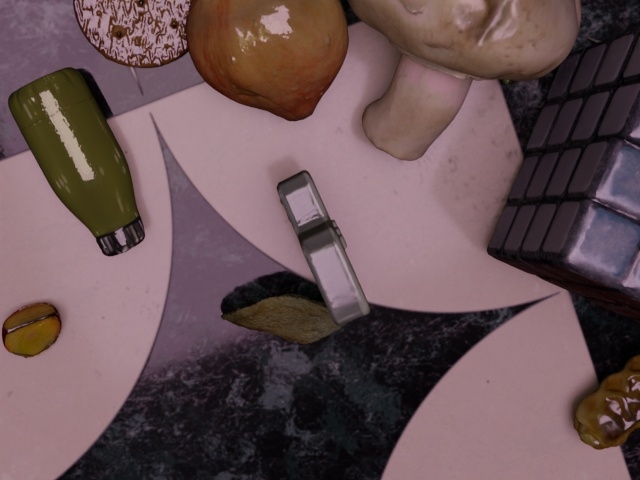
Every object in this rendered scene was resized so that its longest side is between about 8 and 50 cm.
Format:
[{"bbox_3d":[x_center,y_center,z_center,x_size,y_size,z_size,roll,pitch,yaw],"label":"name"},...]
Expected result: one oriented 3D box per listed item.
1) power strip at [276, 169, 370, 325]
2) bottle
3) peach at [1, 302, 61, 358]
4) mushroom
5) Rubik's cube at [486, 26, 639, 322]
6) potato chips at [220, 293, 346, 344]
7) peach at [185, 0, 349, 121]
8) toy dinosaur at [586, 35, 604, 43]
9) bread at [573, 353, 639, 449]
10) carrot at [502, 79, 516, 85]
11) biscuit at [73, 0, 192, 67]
[{"bbox_3d":[0.001,0.000,1.283,0.059,0.265,0.194,-24,99,1],"label":"power strip"},{"bbox_3d":[-0.328,-0.104,1.307,0.112,0.112,0.260,-26,102,-1],"label":"bottle"},{"bbox_3d":[-0.421,0.125,1.366,0.077,0.050,0.083,27,106,-33],"label":"peach"},{"bbox_3d":[0.179,-0.308,1.256,0.315,0.356,0.315,3,75,-11],"label":"mushroom"},{"bbox_3d":[0.473,-0.063,1.270,0.344,0.344,0.337,22,89,-9],"label":"Rubik's cube"},{"bbox_3d":[-0.040,0.118,1.392,0.209,0.026,0.142,-11,143,17],"label":"potato chips"},{"bbox_3d":[-0.064,-0.262,1.262,0.232,0.232,0.233,-1,100,-6],"label":"peach"},{"bbox_3d":[0.492,-0.289,1.405,0.180,0.037,0.058,-2,76,-13],"label":"toy dinosaur"},{"bbox_3d":[0.512,0.227,1.469,0.269,0.098,0.087,-39,58,2],"label":"bread"},{"bbox_3d":[0.284,-0.354,1.366,0.049,0.049,0.255,4,97,-7],"label":"carrot"},{"bbox_3d":[-0.253,-0.336,1.318,0.187,0.027,0.188,-1,101,-7],"label":"biscuit"}]
